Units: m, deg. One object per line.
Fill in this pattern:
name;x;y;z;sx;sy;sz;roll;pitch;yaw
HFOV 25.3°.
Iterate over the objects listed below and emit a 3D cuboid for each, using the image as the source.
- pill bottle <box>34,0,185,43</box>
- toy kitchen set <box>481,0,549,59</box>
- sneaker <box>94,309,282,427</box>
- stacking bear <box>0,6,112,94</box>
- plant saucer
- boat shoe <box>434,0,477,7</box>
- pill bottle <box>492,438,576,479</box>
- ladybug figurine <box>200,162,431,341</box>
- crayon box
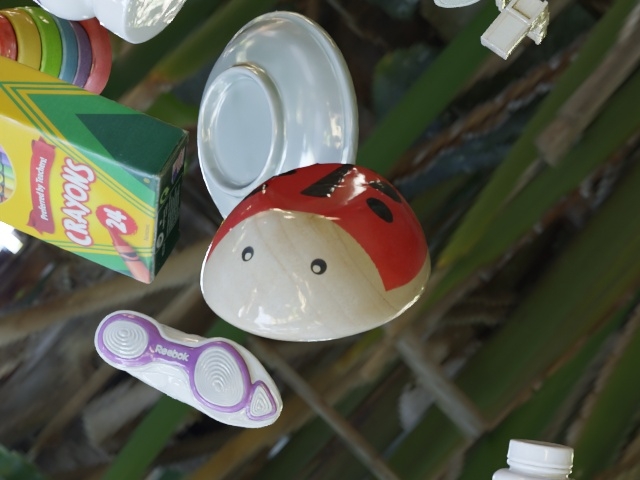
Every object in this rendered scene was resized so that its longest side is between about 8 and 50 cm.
pill bottle;-0.281;-0.339;1.511;0.301;0.169;0.169;36;-174;15
toy kitchen set;0.195;-0.231;1.529;0.068;0.075;0.083;38;173;16
sneaker;-0.186;0.192;2.160;0.305;0.114;0.152;25;172;16
stacking bear;-0.486;-0.296;2.231;0.289;0.175;0.164;-3;-134;-48
plant saucer;-0.102;-0.179;2.343;0.100;0.400;0.400;-1;-142;-41
boat shoe;0.164;-0.344;1.549;0.233;0.084;0.079;114;154;-66
pill bottle;0.273;0.369;1.844;0.117;0.215;0.117;8;177;0
ladybug figurine;0.000;0.000;1.958;0.305;0.162;0.449;7;-162;11
crayon box;-0.311;-0.091;1.592;0.318;0.081;0.202;22;144;8
